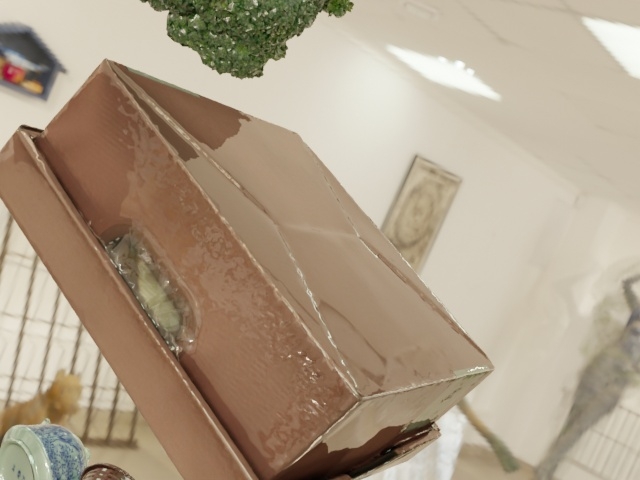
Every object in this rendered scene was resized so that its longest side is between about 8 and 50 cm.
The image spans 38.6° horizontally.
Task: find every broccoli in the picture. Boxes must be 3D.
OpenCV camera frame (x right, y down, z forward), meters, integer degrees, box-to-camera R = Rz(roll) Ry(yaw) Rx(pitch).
[{"bbox_3d":[-0.060,-0.291,0.812,0.265,0.294,0.245,9,6,1],"label":"broccoli"}]

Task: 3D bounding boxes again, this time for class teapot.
[{"bbox_3d":[-0.456,0.386,1.565,0.232,0.159,0.159,36,9,34],"label":"teapot"}]

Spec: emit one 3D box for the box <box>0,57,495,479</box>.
[{"bbox_3d":[-0.026,0.024,0.477,0.215,0.086,0.215,52,18,20],"label":"box"}]

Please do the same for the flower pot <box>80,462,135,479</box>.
[{"bbox_3d":[-0.295,0.361,1.195,0.111,0.111,0.089,24,32,16],"label":"flower pot"}]
